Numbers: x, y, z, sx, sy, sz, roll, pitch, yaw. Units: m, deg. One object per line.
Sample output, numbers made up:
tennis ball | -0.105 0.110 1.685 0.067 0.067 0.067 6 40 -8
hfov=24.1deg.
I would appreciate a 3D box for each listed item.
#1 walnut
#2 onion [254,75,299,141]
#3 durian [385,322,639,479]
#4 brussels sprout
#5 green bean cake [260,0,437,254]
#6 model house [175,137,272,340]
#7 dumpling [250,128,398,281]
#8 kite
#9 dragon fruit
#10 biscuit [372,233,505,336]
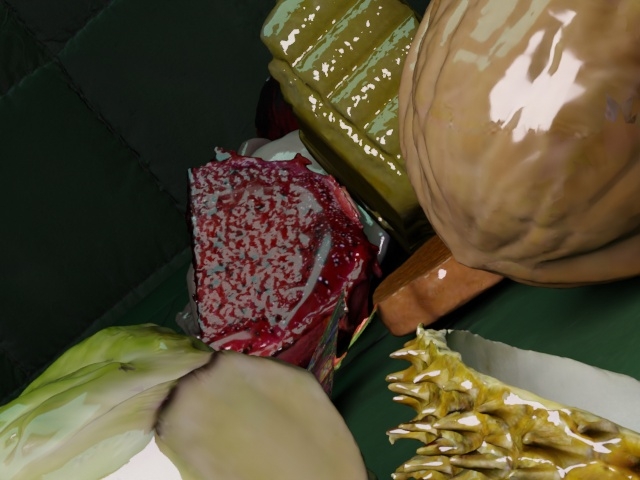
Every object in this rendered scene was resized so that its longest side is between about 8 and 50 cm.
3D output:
walnut | 0.156 -0.089 0.827 0.261 0.225 0.225 -54 9 -7
onion | 0.044 -0.137 1.706 0.281 0.221 0.281 -58 11 18
durian | 0.093 0.086 0.509 0.139 0.144 0.252 -19 0 -5
brussels sprout | -0.087 0.147 0.690 0.244 0.244 0.244 -40 7 6
green bean cake | 0.053 -0.108 1.238 0.124 0.233 0.236 -42 -13 -3
model house | -0.100 0.014 1.697 0.188 0.122 0.229 -23 46 66
dumpling | 0.005 0.000 1.434 0.175 0.243 0.227 1 2 -34
kite | 0.003 0.104 1.084 0.159 0.010 0.190 -56 16 36
dragon fruit | -0.041 0.038 1.294 0.189 0.163 0.261 112 155 -44
biscuit | 0.178 -0.041 1.073 0.334 0.047 0.202 -38 6 5
